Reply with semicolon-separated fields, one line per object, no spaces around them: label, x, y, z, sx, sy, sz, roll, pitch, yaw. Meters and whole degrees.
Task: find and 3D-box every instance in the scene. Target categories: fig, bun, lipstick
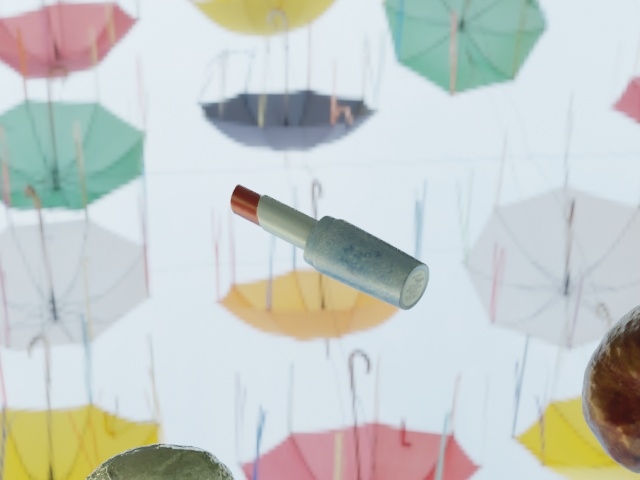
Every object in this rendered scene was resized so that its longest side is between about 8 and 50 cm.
fig;0.362;0.115;1.468;0.190;0.191;0.290;0;-142;-3
bun;-0.206;0.352;1.767;0.221;0.221;0.108;-14;-129;-21
lipstick;0.000;0.000;1.595;0.274;0.068;0.061;26;-178;30
